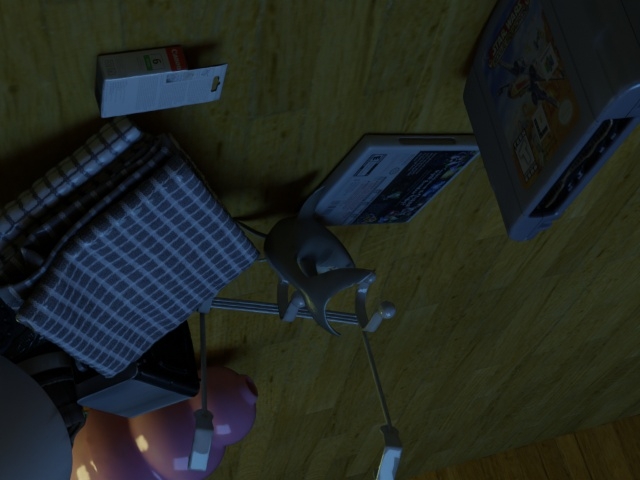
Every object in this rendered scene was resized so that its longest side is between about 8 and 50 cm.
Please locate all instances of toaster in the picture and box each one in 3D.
[{"bbox_3d":[-0.235,0.120,1.467,0.110,0.168,0.185,-22,157,17],"label":"toaster"}]

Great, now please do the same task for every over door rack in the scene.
[{"bbox_3d":[-0.030,0.131,1.407,0.239,0.324,0.108,7,127,-10],"label":"over door rack"}]

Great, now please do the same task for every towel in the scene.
[{"bbox_3d":[-0.202,0.017,1.230,0.235,0.121,0.284,-38,156,-1],"label":"towel"}]

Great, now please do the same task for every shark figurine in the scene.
[{"bbox_3d":[-0.015,-0.005,1.360,0.116,0.166,0.278,-57,-175,10],"label":"shark figurine"}]

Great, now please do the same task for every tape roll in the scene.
[{"bbox_3d":[-0.421,0.259,1.306,0.246,0.246,0.169,-28,-168,24],"label":"tape roll"}]

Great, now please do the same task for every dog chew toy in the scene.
[{"bbox_3d":[-0.246,0.314,1.889,0.331,0.207,0.206,-32,156,11],"label":"dog chew toy"}]

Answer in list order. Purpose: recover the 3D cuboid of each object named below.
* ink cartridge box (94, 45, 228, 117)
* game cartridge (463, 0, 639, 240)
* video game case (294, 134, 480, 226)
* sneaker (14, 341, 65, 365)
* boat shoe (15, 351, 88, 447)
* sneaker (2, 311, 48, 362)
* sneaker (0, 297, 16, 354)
[{"bbox_3d":[-0.146,-0.148,1.080,0.115,0.029,0.063,-11,157,-19],"label":"ink cartridge box"},{"bbox_3d":[0.217,-0.150,1.124,0.062,0.198,0.297,-11,156,-18],"label":"game cartridge"},{"bbox_3d":[0.083,-0.072,1.445,0.173,0.022,0.190,-3,153,-32],"label":"video game case"},{"bbox_3d":[-0.458,0.173,1.516,0.293,0.102,0.146,-25,158,-3],"label":"sneaker"},{"bbox_3d":[-0.370,0.252,1.517,0.116,0.097,0.324,-14,157,-32],"label":"boat shoe"},{"bbox_3d":[-0.353,0.066,1.368,0.130,0.087,0.228,-30,155,-51],"label":"sneaker"},{"bbox_3d":[-0.423,0.060,1.228,0.097,0.084,0.235,-6,140,36],"label":"sneaker"}]
